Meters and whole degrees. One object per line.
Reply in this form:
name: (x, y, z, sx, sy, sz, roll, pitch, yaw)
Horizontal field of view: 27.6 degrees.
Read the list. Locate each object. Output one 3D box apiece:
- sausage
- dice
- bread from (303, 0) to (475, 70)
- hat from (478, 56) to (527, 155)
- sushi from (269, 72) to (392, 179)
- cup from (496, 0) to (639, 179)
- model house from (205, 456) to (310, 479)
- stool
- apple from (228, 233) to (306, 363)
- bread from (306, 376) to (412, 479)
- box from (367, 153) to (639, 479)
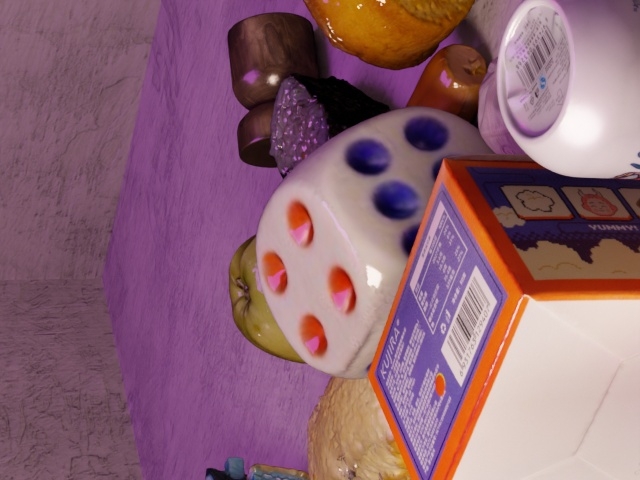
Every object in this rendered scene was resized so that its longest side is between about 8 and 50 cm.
sausage: (0.171, -0.175, 2.039, 0.328, 0.112, 0.112, 119, 145, -53)
dice: (0.099, 0.005, 1.877, 0.277, 0.304, 0.304, 58, 148, 19)
bread: (0.099, -0.410, 1.953, 0.172, 0.312, 0.312, -19, 72, 51)
hat: (0.286, -0.128, 1.683, 0.232, 0.161, 0.275, -174, 81, -72)
sushi: (0.029, -0.176, 2.313, 0.350, 0.170, 0.211, -139, 54, -62)
cup: (0.348, -0.164, 1.297, 0.212, 0.317, 0.212, 180, 90, -69)
model house: (-0.088, 0.511, 2.543, 0.241, 0.261, 0.226, -99, 27, -58)
stool: (-0.087, -0.298, 2.591, 0.179, 0.179, 0.264, 139, 128, -62)
apple: (-0.029, 0.082, 2.350, 0.292, 0.254, 0.292, 174, 90, -69)
bread: (0.089, 0.326, 2.173, 0.375, 0.165, 0.237, 119, 149, -52)
box: (0.267, 0.108, 1.506, 0.257, 0.318, 0.349, -115, 32, -46)
